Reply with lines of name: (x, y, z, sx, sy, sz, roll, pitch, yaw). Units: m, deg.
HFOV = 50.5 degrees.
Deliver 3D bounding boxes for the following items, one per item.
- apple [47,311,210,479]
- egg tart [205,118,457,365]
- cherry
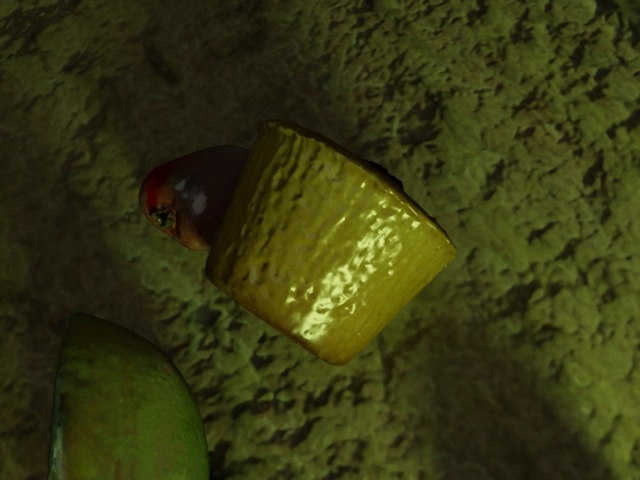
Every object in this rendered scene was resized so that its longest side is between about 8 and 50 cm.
apple: (-0.153, 0.184, 0.544, 0.119, 0.193, 0.265, -6, 60, -5)
egg tart: (0.000, 0.000, 0.603, 0.215, 0.215, 0.171, 33, 84, 22)
cherry: (-0.122, -0.040, 0.699, 0.126, 0.087, 0.106, -20, 60, -22)
